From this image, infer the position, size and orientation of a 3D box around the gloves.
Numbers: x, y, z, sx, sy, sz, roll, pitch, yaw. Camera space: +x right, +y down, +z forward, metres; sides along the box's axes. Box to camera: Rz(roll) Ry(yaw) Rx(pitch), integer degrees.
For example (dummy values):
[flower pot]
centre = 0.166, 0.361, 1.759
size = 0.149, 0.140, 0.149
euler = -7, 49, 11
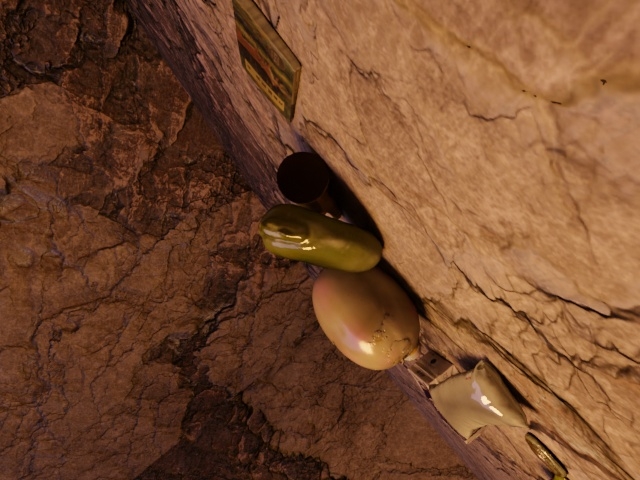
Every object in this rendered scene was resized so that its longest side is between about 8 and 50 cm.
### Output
[gloves]
centre = -0.019, -0.116, 1.043
size = 0.294, 0.116, 0.133
euler = 48, -150, -77

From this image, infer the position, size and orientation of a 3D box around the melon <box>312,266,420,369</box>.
[melon]
centre = 0.111, 0.179, 1.038
size = 0.317, 0.223, 0.223
euler = 48, 171, 38

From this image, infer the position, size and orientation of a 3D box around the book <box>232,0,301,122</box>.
[book]
centre = -0.097, -0.324, 0.764
size = 0.160, 0.024, 0.228
euler = 50, 171, -1

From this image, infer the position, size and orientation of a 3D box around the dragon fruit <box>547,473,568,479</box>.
[dragon fruit]
centre = 0.557, 0.638, 0.885
size = 0.295, 0.130, 0.268
euler = 57, 176, -32

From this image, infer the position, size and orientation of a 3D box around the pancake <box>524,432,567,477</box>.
[pancake]
centre = 0.488, 0.469, 0.898
size = 0.108, 0.017, 0.108
euler = 51, 176, 5

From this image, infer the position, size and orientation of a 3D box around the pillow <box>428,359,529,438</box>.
[pillow]
centre = 0.329, 0.354, 0.893
size = 0.144, 0.078, 0.254
euler = 51, 152, 17

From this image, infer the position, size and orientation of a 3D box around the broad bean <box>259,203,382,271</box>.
[broad bean]
centre = 0.000, -0.001, 0.933
size = 0.290, 0.119, 0.238
euler = 15, 172, -19

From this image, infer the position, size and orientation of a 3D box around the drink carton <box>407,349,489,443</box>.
[drink carton]
centre = 0.366, 0.439, 1.178
size = 0.222, 0.101, 0.134
euler = 56, 174, -10

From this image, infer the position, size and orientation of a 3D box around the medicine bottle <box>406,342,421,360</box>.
[medicine bottle]
centre = 0.245, 0.277, 1.257
size = 0.074, 0.073, 0.218
euler = 42, 165, 53
